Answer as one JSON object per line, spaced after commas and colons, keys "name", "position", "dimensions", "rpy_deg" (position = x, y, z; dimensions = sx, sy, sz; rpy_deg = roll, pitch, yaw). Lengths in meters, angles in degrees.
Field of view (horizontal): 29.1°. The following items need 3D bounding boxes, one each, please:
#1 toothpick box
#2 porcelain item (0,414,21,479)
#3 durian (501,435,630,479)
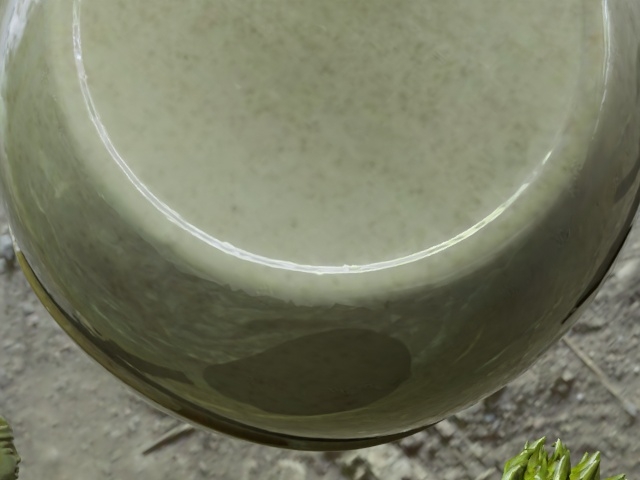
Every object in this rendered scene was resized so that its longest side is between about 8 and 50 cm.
{"name": "toothpick box", "position": [-0.007, -0.069, 0.806], "dimensions": [0.409, 0.425, 0.408], "rpy_deg": [0, 78, -1]}
{"name": "porcelain item", "position": [-0.237, 0.227, 0.919], "dimensions": [0.084, 0.054, 0.213], "rpy_deg": [125, 134, -65]}
{"name": "durian", "position": [0.084, 0.127, 0.427], "dimensions": [0.100, 0.215, 0.086], "rpy_deg": [-46, 64, -6]}
